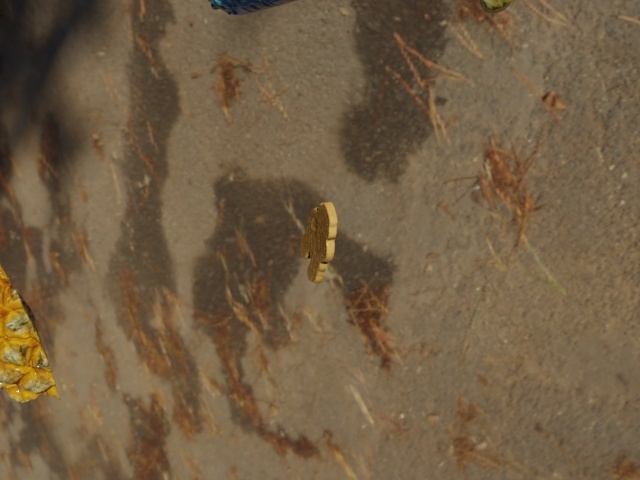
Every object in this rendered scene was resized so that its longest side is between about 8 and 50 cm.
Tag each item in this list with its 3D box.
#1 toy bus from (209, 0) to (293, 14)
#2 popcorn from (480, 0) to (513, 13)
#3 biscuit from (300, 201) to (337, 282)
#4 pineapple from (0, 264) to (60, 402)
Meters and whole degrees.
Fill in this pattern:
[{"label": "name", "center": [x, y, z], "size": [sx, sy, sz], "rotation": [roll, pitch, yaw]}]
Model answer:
[{"label": "toy bus", "center": [-0.129, -0.639, 1.761], "size": [0.343, 0.183, 0.200], "rotation": [-1, 76, 41]}, {"label": "popcorn", "center": [0.328, -0.600, 1.422], "size": [0.281, 0.316, 0.297], "rotation": [8, 133, 45]}, {"label": "biscuit", "center": [-0.001, -0.003, 1.873], "size": [0.144, 0.040, 0.236], "rotation": [67, 151, 29]}, {"label": "pineapple", "center": [-0.481, 0.115, 1.062], "size": [0.250, 0.164, 0.140], "rotation": [60, 154, 29]}]
